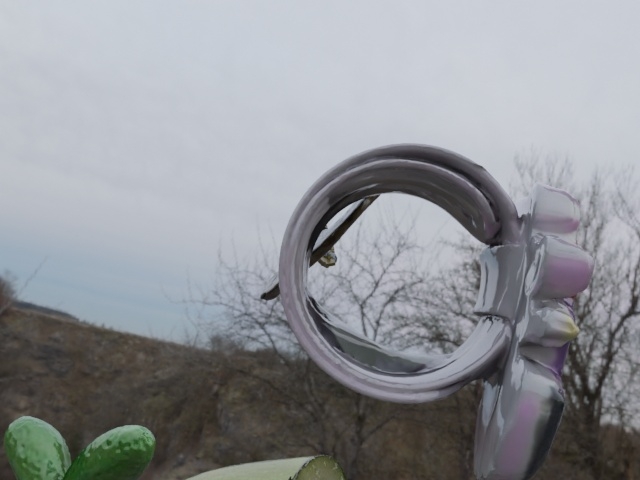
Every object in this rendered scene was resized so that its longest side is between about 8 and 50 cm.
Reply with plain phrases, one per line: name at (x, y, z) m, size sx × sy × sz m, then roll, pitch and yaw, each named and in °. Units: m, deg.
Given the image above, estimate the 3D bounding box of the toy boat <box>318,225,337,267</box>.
toy boat at (0.002, 0.002, 1.246) m, size 0.047 × 0.149 × 0.048 m, roll -6°, pitch -44°, yaw -11°

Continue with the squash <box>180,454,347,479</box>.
squash at (-0.072, 0.229, 0.458) m, size 0.187 × 0.122 × 0.123 m, roll -17°, pitch -29°, yaw 26°

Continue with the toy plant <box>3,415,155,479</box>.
toy plant at (-0.390, 0.467, 0.962) m, size 0.317 × 0.355 × 0.211 m, roll -4°, pitch -20°, yaw 31°

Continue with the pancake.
pancake at (0.000, 0.000, 0.675) m, size 0.020 × 0.184 × 0.190 m, roll 44°, pitch -2°, yaw -4°

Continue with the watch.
watch at (0.078, 0.049, 0.491) m, size 0.232 × 0.243 × 0.196 m, roll 13°, pitch -9°, yaw 3°
